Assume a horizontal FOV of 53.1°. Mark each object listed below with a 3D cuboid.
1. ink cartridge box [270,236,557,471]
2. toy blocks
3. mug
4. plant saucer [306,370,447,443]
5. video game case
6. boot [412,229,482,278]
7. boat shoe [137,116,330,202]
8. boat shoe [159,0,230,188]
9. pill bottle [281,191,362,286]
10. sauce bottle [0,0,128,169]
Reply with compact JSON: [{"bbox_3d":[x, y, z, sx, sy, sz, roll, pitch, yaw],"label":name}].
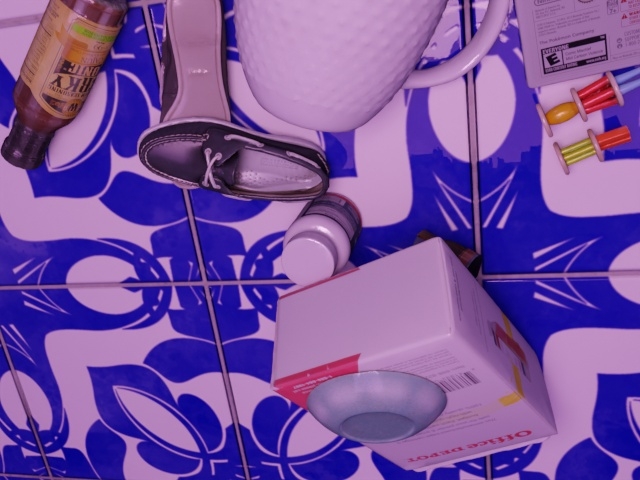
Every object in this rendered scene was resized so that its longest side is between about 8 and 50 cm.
[{"bbox_3d":[0.151,0.197,0.980,0.279,0.160,0.385,-23,135,25],"label":"ink cartridge box"},{"bbox_3d":[0.399,-0.172,0.906,0.148,0.054,0.123,-23,118,23],"label":"toy blocks"},{"bbox_3d":[0.070,-0.317,0.837,0.375,0.276,0.327,5,127,-17],"label":"mug"},{"bbox_3d":[0.077,0.241,0.879,0.195,0.037,0.194,0,141,0],"label":"plant saucer"},{"bbox_3d":[0.409,-0.370,0.805,0.329,0.036,0.299,-10,123,18],"label":"video game case"},{"bbox_3d":[0.191,0.082,1.080,0.106,0.082,0.219,35,132,27],"label":"boot"},{"bbox_3d":[-0.133,-0.120,0.994,0.303,0.091,0.114,1,122,-8],"label":"boat shoe"},{"bbox_3d":[-0.200,-0.249,1.022,0.112,0.095,0.335,1,119,-12],"label":"boat shoe"},{"bbox_3d":[0.000,0.000,1.016,0.108,0.180,0.107,5,114,12],"label":"pill bottle"},{"bbox_3d":[-0.431,-0.266,1.052,0.111,0.111,0.344,36,118,-3],"label":"sauce bottle"}]
